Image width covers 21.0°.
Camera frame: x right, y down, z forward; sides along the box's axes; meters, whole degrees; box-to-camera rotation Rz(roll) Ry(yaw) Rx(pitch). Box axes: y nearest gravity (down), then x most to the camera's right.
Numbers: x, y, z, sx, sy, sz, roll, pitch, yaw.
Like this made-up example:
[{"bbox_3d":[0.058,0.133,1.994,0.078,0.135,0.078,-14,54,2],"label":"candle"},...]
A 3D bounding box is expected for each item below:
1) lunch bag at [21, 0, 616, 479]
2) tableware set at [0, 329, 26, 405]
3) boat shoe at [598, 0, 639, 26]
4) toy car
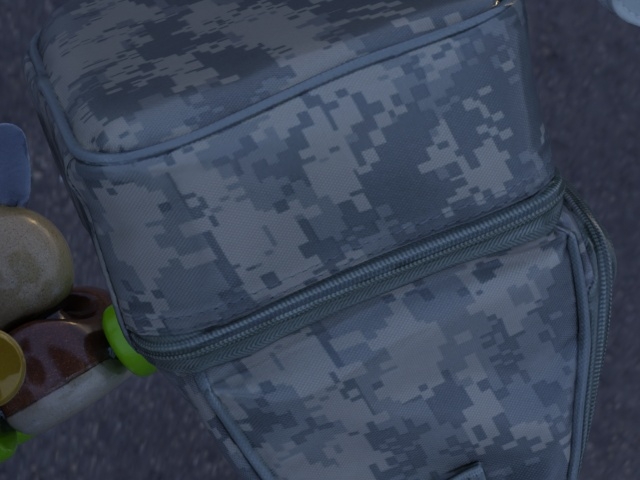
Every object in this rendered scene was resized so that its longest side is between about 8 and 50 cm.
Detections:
[{"bbox_3d":[0.000,0.000,0.825,0.212,0.256,0.305,-21,22,-9],"label":"lunch bag"},{"bbox_3d":[-0.220,0.095,1.009,0.104,0.024,0.154,-19,96,-20],"label":"tableware set"},{"bbox_3d":[0.207,-0.181,0.697,0.113,0.302,0.103,6,51,-27],"label":"boat shoe"},{"bbox_3d":[-0.195,0.026,1.126,0.155,0.149,0.188,-31,92,10],"label":"toy car"}]
